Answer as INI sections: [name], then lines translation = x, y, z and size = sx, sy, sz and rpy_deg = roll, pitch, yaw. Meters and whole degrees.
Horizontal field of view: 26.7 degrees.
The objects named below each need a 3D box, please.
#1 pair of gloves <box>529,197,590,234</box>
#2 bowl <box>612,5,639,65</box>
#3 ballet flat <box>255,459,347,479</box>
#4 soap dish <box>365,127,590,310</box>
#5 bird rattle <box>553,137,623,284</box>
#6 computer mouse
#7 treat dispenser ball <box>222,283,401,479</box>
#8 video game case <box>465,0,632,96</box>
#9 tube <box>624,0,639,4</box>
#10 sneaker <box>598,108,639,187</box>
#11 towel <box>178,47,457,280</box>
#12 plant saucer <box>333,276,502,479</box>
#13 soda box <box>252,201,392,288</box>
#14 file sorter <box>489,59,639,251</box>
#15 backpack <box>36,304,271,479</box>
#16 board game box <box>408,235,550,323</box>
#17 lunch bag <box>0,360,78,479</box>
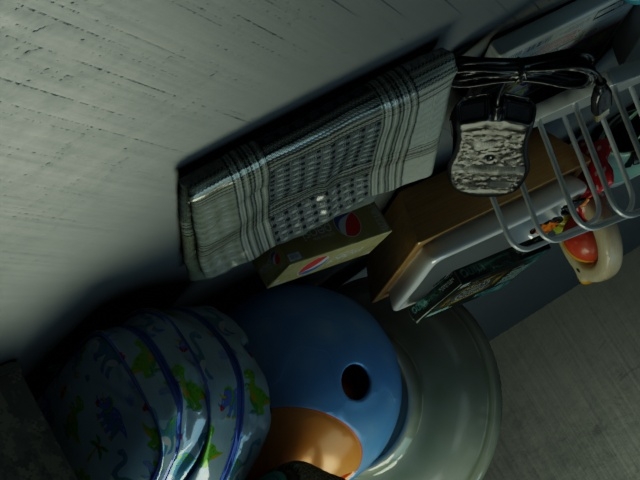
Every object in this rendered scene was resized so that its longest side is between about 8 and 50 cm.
[pair of gloves]
translation = 0.331, -0.033, 1.851
size = 0.083, 0.010, 0.074
rpy_deg = -41, 163, 30
[bowl]
translation = 0.409, -0.273, 1.581
size = 0.142, 0.053, 0.142
rpy_deg = -26, 165, -15
[ballet flat]
translation = -0.089, 0.394, 1.759
size = 0.182, 0.164, 0.483
rpy_deg = 19, 153, -28
[soap dish]
translation = 0.207, -0.031, 1.871
size = 0.291, 0.118, 0.229
rpy_deg = -25, 165, -22
[bird rattle]
translation = 0.409, -0.039, 2.083
size = 0.143, 0.206, 0.253
rpy_deg = -22, 168, -24
[computer mouse]
translation = 0.230, -0.140, 1.508
size = 0.184, 0.060, 0.262
rpy_deg = -2, 149, 7
[treat dispenser ball]
translation = -0.034, 0.203, 1.836
size = 0.288, 0.288, 0.288
rpy_deg = -29, 166, -8
[video game case]
translation = 0.260, -0.217, 1.536
size = 0.201, 0.023, 0.183
rpy_deg = -28, 166, -15
[tube]
translation = 0.300, -0.290, 1.319
size = 0.080, 0.052, 0.207
rpy_deg = -45, 158, 6
[sneaker]
translation = 0.539, -0.176, 2.100
size = 0.256, 0.094, 0.151
rpy_deg = -30, 163, -6
[towel]
translation = -0.006, -0.063, 1.457
size = 0.312, 0.056, 0.324
rpy_deg = -28, 166, -12
[plant saucer]
translation = 0.069, 0.242, 1.997
size = 0.400, 0.400, 0.101
rpy_deg = -36, 154, 21
[soda box]
translation = 0.000, 0.000, 1.680
size = 0.181, 0.058, 0.061
rpy_deg = -17, 161, -41
[file sorter]
translation = 0.348, -0.108, 1.648
size = 0.193, 0.173, 0.278
rpy_deg = -20, 179, -34
[backpack]
translation = -0.213, 0.238, 1.643
size = 0.355, 0.290, 0.273
rpy_deg = -41, 148, 20
[board game box]
translation = 0.224, 0.054, 1.901
size = 0.186, 0.026, 0.126
rpy_deg = -19, 162, -38
[lunch bag]
translation = -0.426, 0.302, 1.486
size = 0.287, 0.235, 0.169
rpy_deg = -18, 160, -40
